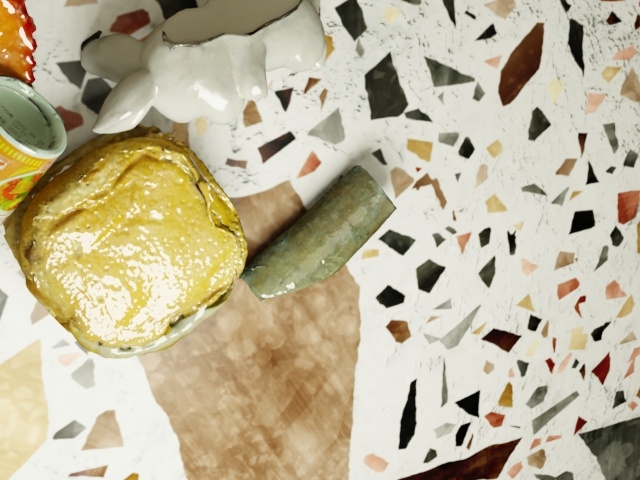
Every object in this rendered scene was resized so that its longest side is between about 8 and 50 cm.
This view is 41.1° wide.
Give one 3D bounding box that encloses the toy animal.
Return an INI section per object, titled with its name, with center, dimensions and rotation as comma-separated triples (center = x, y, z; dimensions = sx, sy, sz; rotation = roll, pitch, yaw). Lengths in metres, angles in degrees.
[toy animal]
center = -0.144, -0.244, 1.095
dimensions = 0.326, 0.208, 0.154
rotation = -12, 144, -10

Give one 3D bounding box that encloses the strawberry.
[strawberry]
center = -0.427, -0.246, 1.023
dimensions = 0.190, 0.111, 0.236
rotation = -12, 139, -3

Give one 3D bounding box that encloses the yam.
[yam]
center = 0.000, 0.000, 1.298
dimensions = 0.259, 0.106, 0.106
rotation = -44, 120, -4

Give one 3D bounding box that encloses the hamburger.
[hamburger]
center = -0.254, 0.006, 1.154
dimensions = 0.319, 0.158, 0.318
rotation = -7, 111, -20

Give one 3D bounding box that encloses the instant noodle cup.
[instant noodle cup]
center = -0.404, -0.094, 1.013
dimensions = 0.185, 0.168, 0.168
rotation = -36, 123, 23
